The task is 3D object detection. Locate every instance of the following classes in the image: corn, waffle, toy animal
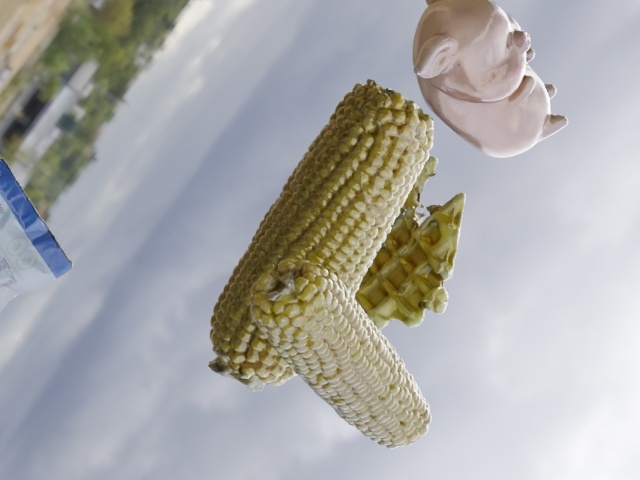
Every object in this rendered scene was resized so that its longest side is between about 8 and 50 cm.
[{"bbox_3d":[0.019,0.114,1.416,0.101,0.310,0.101,-17,-131,21],"label":"corn"},{"bbox_3d":[0.000,0.000,1.556,0.387,0.144,0.144,-58,-171,12],"label":"corn"},{"bbox_3d":[0.073,-0.005,1.850,0.250,0.056,0.261,2,-105,26],"label":"waffle"},{"bbox_3d":[0.201,-0.211,1.731,0.154,0.250,0.166,-27,-138,11],"label":"toy animal"}]

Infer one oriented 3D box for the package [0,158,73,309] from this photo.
[{"bbox_3d":[-0.431,0.009,1.744,0.173,0.171,0.027,-31,-169,-3],"label":"package"}]
